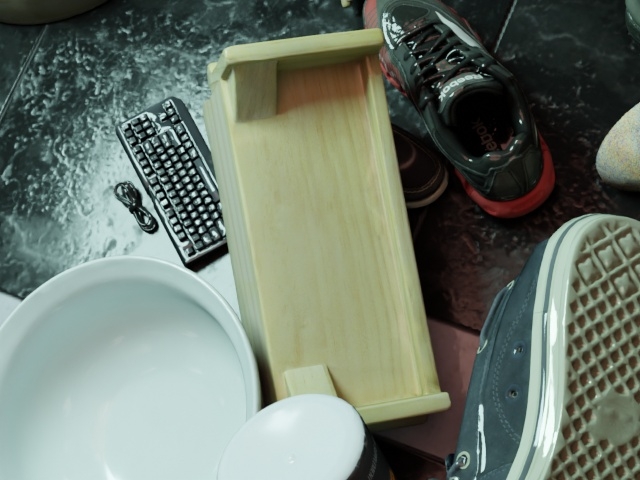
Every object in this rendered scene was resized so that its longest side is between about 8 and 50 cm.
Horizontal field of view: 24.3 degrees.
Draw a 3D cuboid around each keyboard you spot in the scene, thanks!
[{"bbox_3d":[-0.156,-0.056,1.515,0.108,0.023,0.180,-31,65,3],"label":"keyboard"}]

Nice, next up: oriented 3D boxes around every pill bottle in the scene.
[{"bbox_3d":[0.020,0.251,1.234,0.130,0.245,0.130,-18,38,14],"label":"pill bottle"}]

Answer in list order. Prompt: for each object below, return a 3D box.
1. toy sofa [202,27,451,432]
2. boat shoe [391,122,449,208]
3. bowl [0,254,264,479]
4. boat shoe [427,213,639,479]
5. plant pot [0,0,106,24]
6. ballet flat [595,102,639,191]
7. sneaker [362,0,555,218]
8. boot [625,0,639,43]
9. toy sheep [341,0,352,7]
[{"bbox_3d":[0.000,0.000,1.359,0.150,0.177,0.362,-9,83,-12],"label":"toy sofa"},{"bbox_3d":[0.018,-0.102,1.457,0.233,0.079,0.084,30,78,20],"label":"boat shoe"},{"bbox_3d":[-0.167,0.173,1.367,0.298,0.134,0.297,-7,71,20],"label":"bowl"},{"bbox_3d":[0.191,0.221,1.243,0.187,0.156,0.500,20,68,-19],"label":"boat shoe"},{"bbox_3d":[-0.334,-0.432,1.558,0.323,0.280,0.323,-4,70,12],"label":"plant pot"},{"bbox_3d":[0.369,-0.106,1.283,0.316,0.108,0.106,-35,33,35],"label":"ballet flat"},{"bbox_3d":[0.125,-0.152,1.404,0.098,0.135,0.276,-32,71,2],"label":"sneaker"},{"bbox_3d":[0.365,-0.189,1.348,0.246,0.161,0.083,39,85,23],"label":"boot"},{"bbox_3d":[0.045,-0.287,1.511,0.132,0.091,0.091,-11,67,-9],"label":"toy sheep"}]
